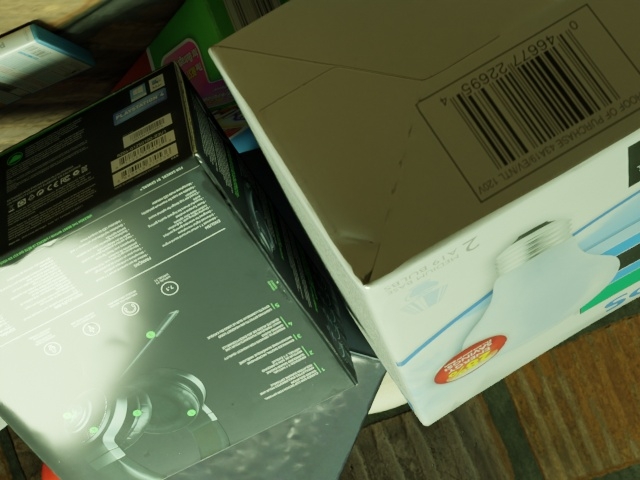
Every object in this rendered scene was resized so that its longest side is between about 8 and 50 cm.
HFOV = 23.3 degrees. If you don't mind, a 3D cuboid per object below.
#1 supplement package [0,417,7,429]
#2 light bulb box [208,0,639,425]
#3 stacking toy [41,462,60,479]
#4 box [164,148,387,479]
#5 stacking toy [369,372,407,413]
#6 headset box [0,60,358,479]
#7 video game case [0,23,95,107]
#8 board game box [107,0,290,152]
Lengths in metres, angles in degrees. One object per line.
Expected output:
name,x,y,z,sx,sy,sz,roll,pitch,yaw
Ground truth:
supplement package,-0.528,0.195,1.788,0.262,0.199,0.198,-26,-172,36
light bulb box,0.153,-0.075,1.186,0.358,0.225,0.361,-30,157,-1
stacking toy,-0.273,0.113,1.507,0.141,0.330,0.141,-20,173,-2
box,-0.051,0.112,1.513,0.182,0.296,0.294,15,125,-7
stacking toy,0.000,0.000,1.954,0.350,0.351,0.480,-20,-168,-7
headset box,-0.138,0.049,1.194,0.246,0.131,0.283,-28,128,9
video game case,-0.258,-0.110,1.132,0.166,0.015,0.119,-22,174,10
board game box,-0.041,-0.146,1.303,0.242,0.064,0.316,-18,172,-28
